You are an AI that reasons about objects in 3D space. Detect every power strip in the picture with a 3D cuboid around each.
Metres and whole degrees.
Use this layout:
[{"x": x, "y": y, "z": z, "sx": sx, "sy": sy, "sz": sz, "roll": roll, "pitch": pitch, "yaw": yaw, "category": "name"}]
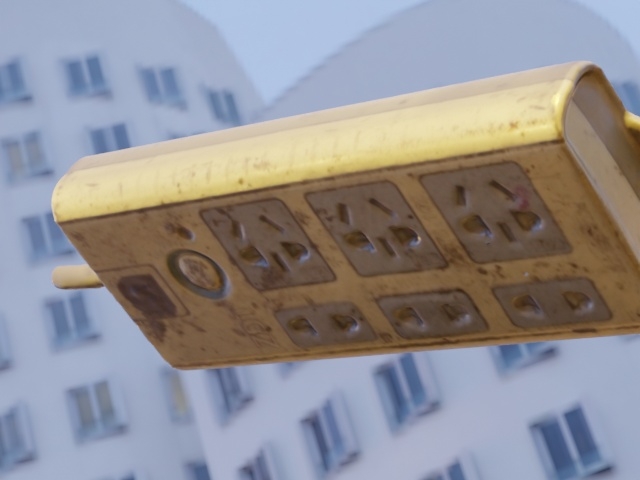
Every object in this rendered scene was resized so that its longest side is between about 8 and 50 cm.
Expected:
[{"x": 0.000, "y": 0.000, "z": 0.630, "sx": 0.268, "sy": 0.034, "sz": 0.092, "roll": -8, "pitch": -51, "yaw": 41, "category": "power strip"}]
